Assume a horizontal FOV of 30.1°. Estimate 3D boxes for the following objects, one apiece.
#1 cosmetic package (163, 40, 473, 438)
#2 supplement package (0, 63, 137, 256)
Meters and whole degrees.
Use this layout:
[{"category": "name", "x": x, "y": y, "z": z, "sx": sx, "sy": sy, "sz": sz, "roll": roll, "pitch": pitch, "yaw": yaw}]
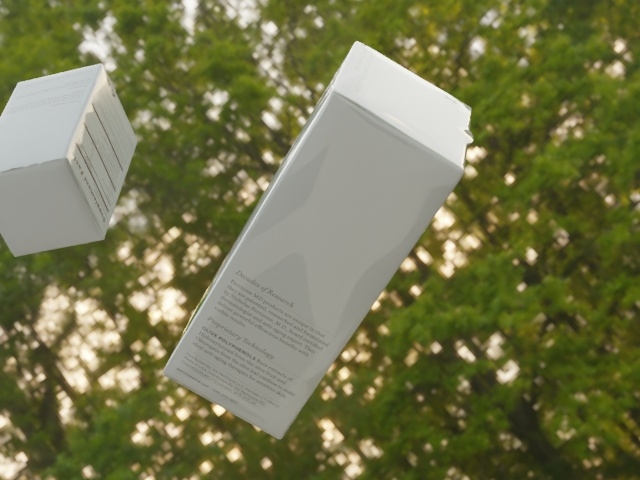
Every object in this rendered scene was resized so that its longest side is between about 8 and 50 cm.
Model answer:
[{"category": "cosmetic package", "x": 0.000, "y": 0.000, "z": 1.247, "sx": 0.366, "sy": 0.155, "sz": 0.197, "roll": -59, "pitch": 4, "yaw": 23}, {"category": "supplement package", "x": -0.269, "y": -0.085, "z": 1.226, "sx": 0.105, "sy": 0.179, "sz": 0.105, "roll": -10, "pitch": -53, "yaw": 13}]
